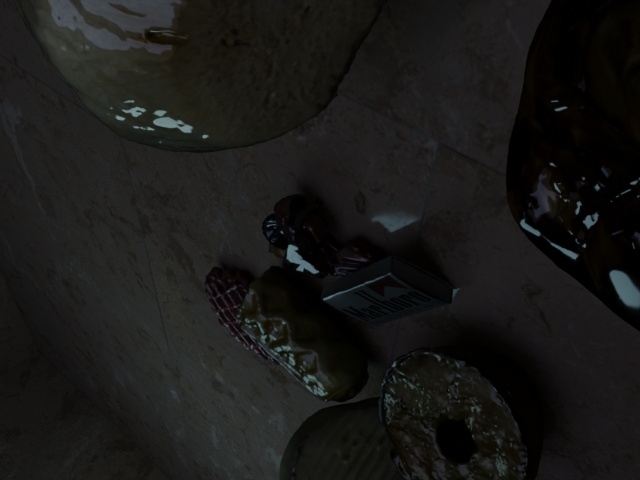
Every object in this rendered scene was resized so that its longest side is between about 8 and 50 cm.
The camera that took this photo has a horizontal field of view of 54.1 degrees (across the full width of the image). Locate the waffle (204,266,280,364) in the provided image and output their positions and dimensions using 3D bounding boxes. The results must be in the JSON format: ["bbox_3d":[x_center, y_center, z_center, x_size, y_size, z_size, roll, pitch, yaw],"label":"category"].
[{"bbox_3d":[-0.159,0.156,1.322,0.234,0.055,0.221,32,141,28],"label":"waffle"}]

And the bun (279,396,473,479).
[{"bbox_3d":[0.101,0.441,1.084,0.359,0.360,0.211,39,168,16],"label":"bun"}]

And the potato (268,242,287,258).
[{"bbox_3d":[-0.063,0.007,1.087,0.093,0.037,0.036,18,130,40],"label":"potato"}]

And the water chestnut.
[{"bbox_3d":[0.261,-0.063,0.384,0.335,0.347,0.335,29,129,42],"label":"water chestnut"}]

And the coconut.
[{"bbox_3d":[-0.120,-0.299,0.597,0.415,0.344,0.416,-10,75,39],"label":"coconut"}]

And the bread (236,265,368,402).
[{"bbox_3d":[-0.026,0.177,1.122,0.267,0.130,0.152,43,179,8],"label":"bread"}]

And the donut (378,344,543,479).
[{"bbox_3d":[0.210,0.272,0.913,0.272,0.107,0.272,17,115,43],"label":"donut"}]

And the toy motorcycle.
[{"bbox_3d":[0.000,0.000,0.969,0.212,0.084,0.118,26,137,17],"label":"toy motorcycle"}]

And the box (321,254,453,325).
[{"bbox_3d":[0.094,0.080,0.925,0.115,0.036,0.177,27,151,-22],"label":"box"}]
